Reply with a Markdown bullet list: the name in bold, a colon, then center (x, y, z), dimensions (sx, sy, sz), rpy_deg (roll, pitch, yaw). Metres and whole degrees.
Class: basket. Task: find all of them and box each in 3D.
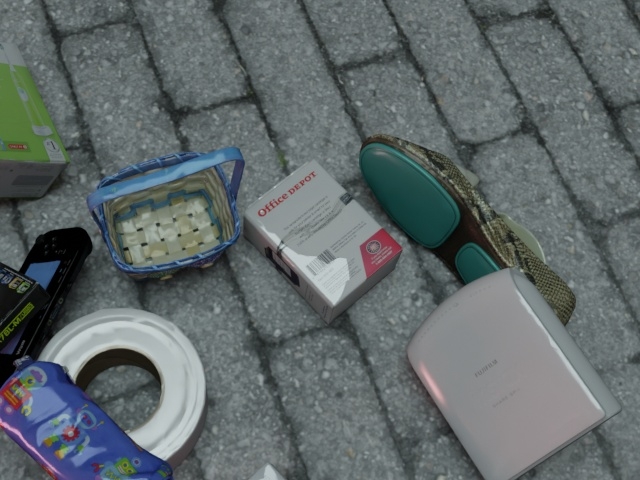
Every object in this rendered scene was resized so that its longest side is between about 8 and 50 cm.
- **basket**: center (-0.251, -0.053, 1.639), dimensions (0.255, 0.289, 0.201), rpy_deg (-18, 68, -11)

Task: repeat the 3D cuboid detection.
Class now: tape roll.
- **tape roll**: center (-0.328, 0.258, 1.596), dimensions (0.286, 0.100, 0.286), rpy_deg (2, 66, -5)

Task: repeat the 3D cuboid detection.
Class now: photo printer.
- **photo printer**: center (0.301, 0.216, 1.600), dimensions (0.256, 0.107, 0.307), rpy_deg (-41, 70, 24)

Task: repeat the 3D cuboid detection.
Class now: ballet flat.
- **ballet flat**: center (0.273, -0.021, 1.761), dimensions (0.483, 0.164, 0.182), rpy_deg (48, 49, 10)

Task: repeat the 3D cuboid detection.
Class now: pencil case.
- **pencil case**: center (-0.352, 0.304, 1.452), dimensions (0.306, 0.119, 0.133), rpy_deg (39, 67, 12)

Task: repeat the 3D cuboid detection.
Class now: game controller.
- **game controller**: center (-0.488, 0.117, 1.625), dimensions (0.067, 0.166, 0.319), rpy_deg (35, 62, -28)

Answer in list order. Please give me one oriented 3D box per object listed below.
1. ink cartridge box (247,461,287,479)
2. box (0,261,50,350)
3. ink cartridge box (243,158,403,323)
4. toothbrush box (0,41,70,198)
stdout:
- **ink cartridge box**: center (-0.099, 0.545, 1.466), dimensions (0.309, 0.130, 0.272), rpy_deg (-41, 78, -20)
- **box**: center (-0.558, 0.121, 1.583), dimensions (0.191, 0.045, 0.184), rpy_deg (20, 60, 42)
- **ink cartridge box**: center (0.000, 0.000, 1.740), dimensions (0.172, 0.100, 0.237), rpy_deg (-39, 75, -19)
- **toothbrush box**: center (-0.603, -0.219, 1.727), dimensions (0.206, 0.122, 0.283), rpy_deg (-4, 60, -51)
